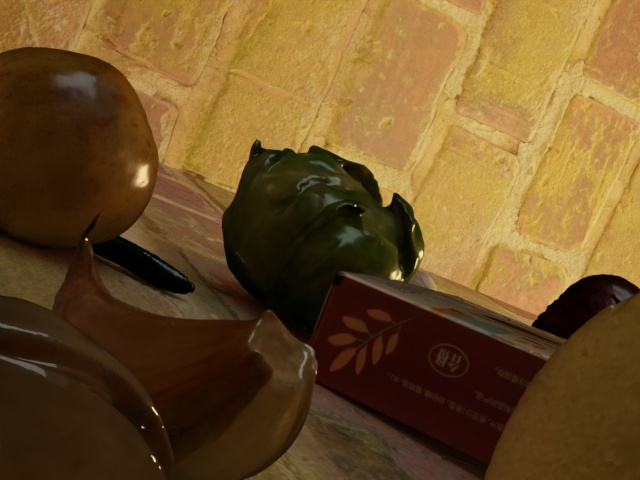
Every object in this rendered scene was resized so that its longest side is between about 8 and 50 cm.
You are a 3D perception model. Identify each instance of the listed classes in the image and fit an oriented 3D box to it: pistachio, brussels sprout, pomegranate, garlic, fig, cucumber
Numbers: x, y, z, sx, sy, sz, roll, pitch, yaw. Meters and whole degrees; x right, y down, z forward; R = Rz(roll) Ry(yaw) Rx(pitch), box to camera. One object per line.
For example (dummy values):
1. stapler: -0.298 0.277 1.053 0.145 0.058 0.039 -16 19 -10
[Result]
1. pistachio: -0.137 0.090 0.460 0.185 0.124 0.124 40 -4 -31
2. brussels sprout: 0.000 0.003 1.389 0.259 0.227 0.294 42 4 24
3. pomegranate: -0.289 -0.104 1.163 0.233 0.233 0.233 24 5 -2
4. garlic: -0.104 0.088 0.641 0.207 0.128 0.115 22 45 36
5. fig: 0.424 0.168 1.611 0.224 0.224 0.263 20 9 -37
6. cucumber: -0.225 0.016 1.226 0.184 0.036 0.033 24 12 16

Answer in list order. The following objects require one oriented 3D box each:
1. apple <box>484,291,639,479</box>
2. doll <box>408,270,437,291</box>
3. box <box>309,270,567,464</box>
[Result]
1. apple: 0.248 0.158 0.600 0.314 0.252 0.309 -2 12 -7
2. doll: 0.118 0.094 1.628 0.138 0.119 0.293 42 4 12
3. box: 0.233 0.166 1.155 0.385 0.122 0.344 22 3 30
